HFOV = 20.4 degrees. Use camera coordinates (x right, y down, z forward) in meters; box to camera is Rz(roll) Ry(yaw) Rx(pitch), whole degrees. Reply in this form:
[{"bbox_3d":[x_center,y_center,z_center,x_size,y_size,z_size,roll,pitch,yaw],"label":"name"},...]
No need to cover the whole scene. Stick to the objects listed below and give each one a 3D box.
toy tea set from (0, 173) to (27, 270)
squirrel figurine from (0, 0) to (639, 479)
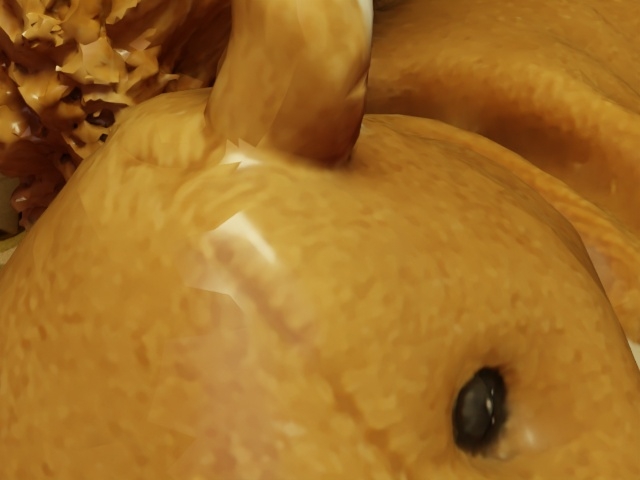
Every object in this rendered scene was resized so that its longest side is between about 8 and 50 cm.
[{"bbox_3d":[-0.217,0.060,0.644,0.336,0.124,0.200,-18,82,-3],"label":"toy tea set"},{"bbox_3d":[0.000,0.000,0.511,0.281,0.370,0.397,-46,71,23],"label":"squirrel figurine"}]
